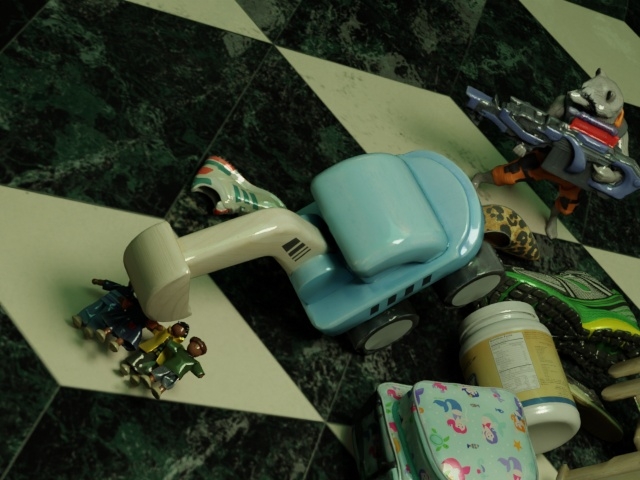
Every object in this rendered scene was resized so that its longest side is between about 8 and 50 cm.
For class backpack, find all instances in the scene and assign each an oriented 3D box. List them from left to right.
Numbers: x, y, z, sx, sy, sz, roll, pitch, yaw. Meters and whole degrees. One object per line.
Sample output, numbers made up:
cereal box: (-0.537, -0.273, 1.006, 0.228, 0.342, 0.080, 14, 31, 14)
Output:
backpack: (0.171, 0.314, 1.506, 0.225, 0.191, 0.254, 10, 56, -25)

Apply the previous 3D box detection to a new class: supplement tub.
supplement tub: (0.288, 0.205, 1.697, 0.144, 0.144, 0.200, 8, 50, -29)

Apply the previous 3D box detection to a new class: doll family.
doll family: (-0.226, 0.114, 1.474, 0.193, 0.076, 0.111, 47, 62, 1)

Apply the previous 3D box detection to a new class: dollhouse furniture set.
dollhouse furniture set: (0.466, 0.323, 1.714, 0.212, 0.161, 0.242, 65, 28, -11)

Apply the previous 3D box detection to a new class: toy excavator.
toy excavator: (0.000, 0.000, 1.544, 0.222, 0.433, 0.445, 64, 7, 25)

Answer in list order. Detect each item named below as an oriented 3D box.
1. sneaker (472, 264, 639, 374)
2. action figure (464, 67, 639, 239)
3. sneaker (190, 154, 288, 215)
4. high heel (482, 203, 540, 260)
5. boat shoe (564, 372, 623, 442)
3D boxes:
sneaker: (0.376, 0.109, 1.870, 0.343, 0.134, 0.146, 22, 38, -30)
action figure: (0.375, -0.172, 1.935, 0.341, 0.330, 0.178, 32, 45, -8)
sneaker: (-0.123, -0.054, 1.713, 0.161, 0.057, 0.075, 37, 59, -4)
high heel: (0.246, 0.016, 1.896, 0.261, 0.093, 0.186, 33, 60, -18)
boat shoe: (0.418, 0.256, 1.808, 0.152, 0.056, 0.049, 40, 48, 1)
